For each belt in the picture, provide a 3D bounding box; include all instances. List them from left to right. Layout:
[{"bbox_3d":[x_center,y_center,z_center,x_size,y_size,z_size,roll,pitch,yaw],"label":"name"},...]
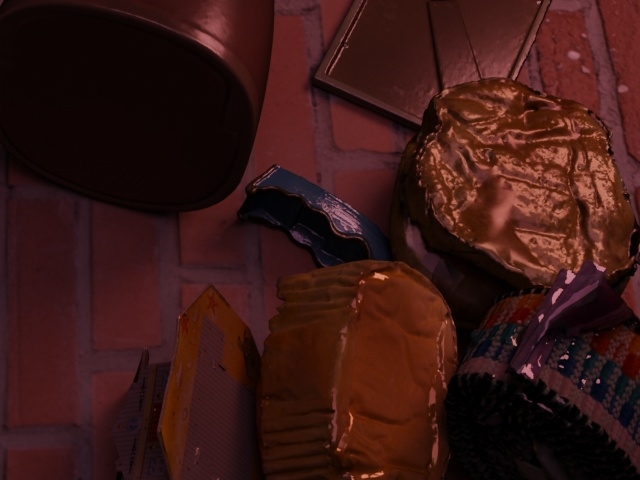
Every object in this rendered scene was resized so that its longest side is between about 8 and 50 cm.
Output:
[{"bbox_3d":[0.236,0.157,1.432,0.295,0.207,0.160,52,54,-29],"label":"belt"}]

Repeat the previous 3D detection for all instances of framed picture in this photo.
[{"bbox_3d":[0.140,-0.247,1.766,0.211,0.020,0.289,24,60,2],"label":"framed picture"}]

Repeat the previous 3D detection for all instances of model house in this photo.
[{"bbox_3d":[-0.144,0.167,1.427,0.136,0.207,0.219,-10,59,25],"label":"model house"}]

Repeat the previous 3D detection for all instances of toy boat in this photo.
[{"bbox_3d":[0.000,0.000,1.573,0.185,0.075,0.077,31,58,1],"label":"toy boat"}]

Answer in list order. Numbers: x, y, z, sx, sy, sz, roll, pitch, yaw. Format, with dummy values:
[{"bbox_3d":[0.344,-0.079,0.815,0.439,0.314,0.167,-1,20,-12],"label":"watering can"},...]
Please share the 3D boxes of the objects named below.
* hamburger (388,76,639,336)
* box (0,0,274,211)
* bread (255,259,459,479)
[{"bbox_3d":[0.203,-0.022,1.597,0.265,0.134,0.285,18,54,1],"label":"hamburger"},{"bbox_3d":[-0.177,-0.202,1.528,0.301,0.301,0.216,16,56,-3],"label":"box"},{"bbox_3d":[0.030,0.146,1.448,0.179,0.133,0.250,17,67,-38],"label":"bread"}]
